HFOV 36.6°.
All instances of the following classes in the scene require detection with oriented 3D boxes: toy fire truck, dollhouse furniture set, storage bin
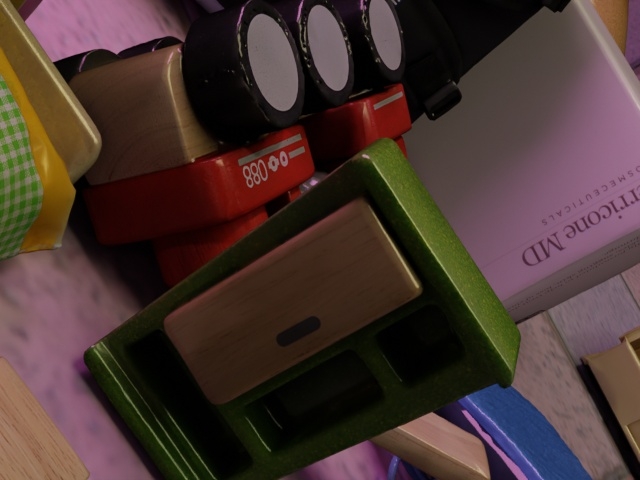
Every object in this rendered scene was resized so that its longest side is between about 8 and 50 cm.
[{"bbox_3d":[0.000,0.000,0.509,0.217,0.158,0.246,-35,113,-61],"label":"toy fire truck"},{"bbox_3d":[-0.090,-0.021,0.306,0.301,0.151,0.197,56,25,-5],"label":"dollhouse furniture set"},{"bbox_3d":[0.423,0.212,1.067,0.260,0.123,0.262,6,56,-61],"label":"storage bin"}]

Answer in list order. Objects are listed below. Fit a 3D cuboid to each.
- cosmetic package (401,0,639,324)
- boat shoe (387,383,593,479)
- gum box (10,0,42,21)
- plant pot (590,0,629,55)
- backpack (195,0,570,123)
[{"bbox_3d":[0.148,-0.136,0.845,0.156,0.217,0.385,11,49,-60],"label":"cosmetic package"},{"bbox_3d":[0.090,0.141,0.539,0.109,0.089,0.258,27,16,-28],"label":"boat shoe"},{"bbox_3d":[-0.125,-0.182,0.406,0.107,0.188,0.062,38,30,-24],"label":"gum box"},{"bbox_3d":[0.229,-0.167,1.070,0.237,0.237,0.254,35,49,-42],"label":"plant pot"},{"bbox_3d":[-0.013,-0.274,0.661,0.355,0.290,0.273,25,31,-41],"label":"backpack"}]
